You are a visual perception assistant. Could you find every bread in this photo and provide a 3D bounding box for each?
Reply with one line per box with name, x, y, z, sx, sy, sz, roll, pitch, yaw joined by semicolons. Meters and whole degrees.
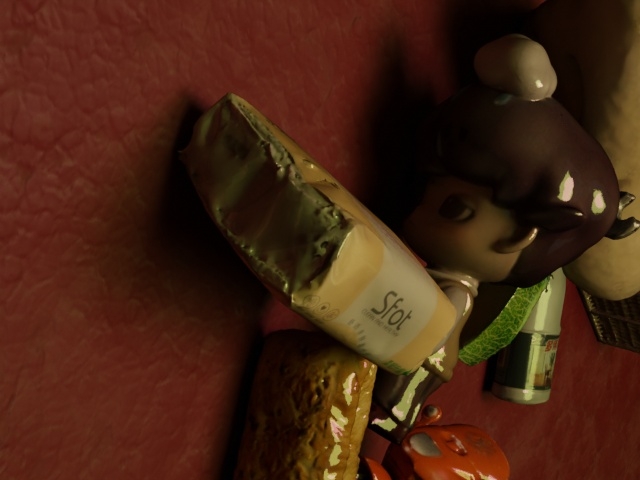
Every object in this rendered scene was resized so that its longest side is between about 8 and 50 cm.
bread;-0.019;0.183;1.004;0.083;0.113;0.211;14;85;-55

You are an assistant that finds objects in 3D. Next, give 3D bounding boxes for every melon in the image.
melon;0.203;0.046;1.311;0.064;0.118;0.210;40;78;-35

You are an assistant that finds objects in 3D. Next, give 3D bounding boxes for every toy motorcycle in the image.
toy motorcycle;0.099;0.299;1.187;0.221;0.148;0.326;-30;136;-9

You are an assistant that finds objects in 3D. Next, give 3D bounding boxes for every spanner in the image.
spanner;0.229;0.007;1.218;0.015;0.254;0.054;28;56;-32

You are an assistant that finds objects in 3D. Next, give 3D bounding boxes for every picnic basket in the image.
picnic basket;0.481;0.059;1.722;0.154;0.134;0.196;-59;143;-22

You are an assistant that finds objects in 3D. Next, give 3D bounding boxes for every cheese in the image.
cheese;0.312;-0.119;1.214;0.328;0.129;0.351;114;-31;-82

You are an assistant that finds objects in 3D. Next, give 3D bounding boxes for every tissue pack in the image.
tissue pack;0.000;0.000;0.910;0.090;0.186;0.222;-43;145;4

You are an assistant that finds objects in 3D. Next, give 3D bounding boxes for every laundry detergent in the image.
laundry detergent;0.270;0.090;1.463;0.099;0.070;0.226;5;95;-49

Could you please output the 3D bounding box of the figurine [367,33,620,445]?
figurine;0.118;0.003;1.111;0.365;0.206;0.218;-45;175;-7
